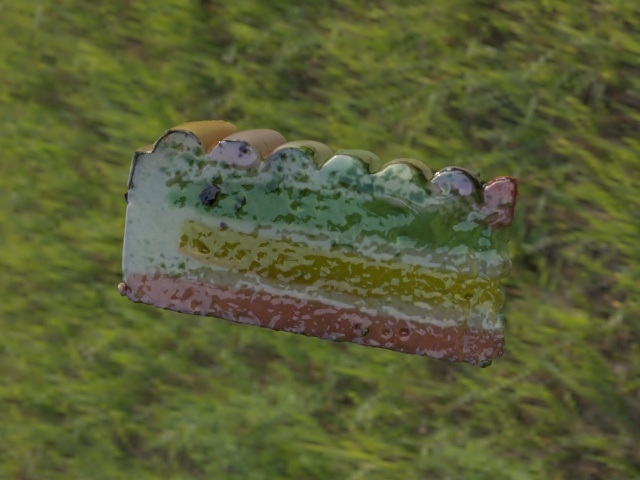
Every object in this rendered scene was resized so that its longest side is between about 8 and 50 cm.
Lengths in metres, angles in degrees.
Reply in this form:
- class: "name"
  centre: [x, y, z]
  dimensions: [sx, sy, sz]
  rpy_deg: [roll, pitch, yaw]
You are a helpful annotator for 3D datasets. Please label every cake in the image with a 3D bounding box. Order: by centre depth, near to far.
- class: "cake"
  centre: [0.001, -0.003, 1.011]
  dimensions: [0.090, 0.225, 0.109]
  rpy_deg: [-65, -15, -81]
